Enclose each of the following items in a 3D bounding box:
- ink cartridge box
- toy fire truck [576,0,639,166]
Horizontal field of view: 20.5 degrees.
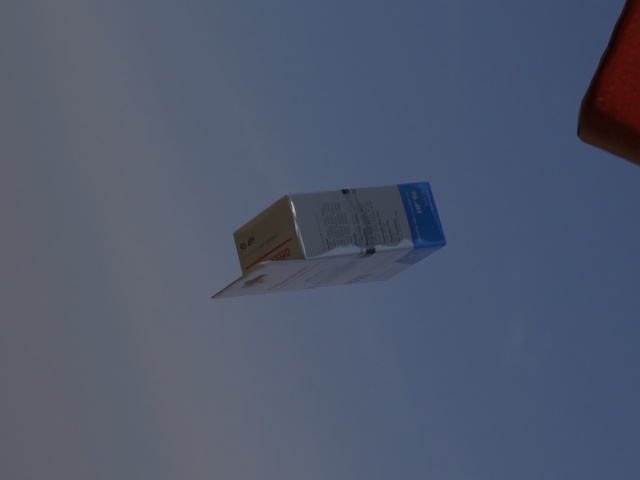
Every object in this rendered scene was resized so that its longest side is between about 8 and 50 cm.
[{"bbox_3d":[0.000,0.000,0.689,0.048,0.083,0.028,-34,-114,54],"label":"ink cartridge box"},{"bbox_3d":[0.179,-0.182,0.528,0.169,0.254,0.302,28,-59,10],"label":"toy fire truck"}]
